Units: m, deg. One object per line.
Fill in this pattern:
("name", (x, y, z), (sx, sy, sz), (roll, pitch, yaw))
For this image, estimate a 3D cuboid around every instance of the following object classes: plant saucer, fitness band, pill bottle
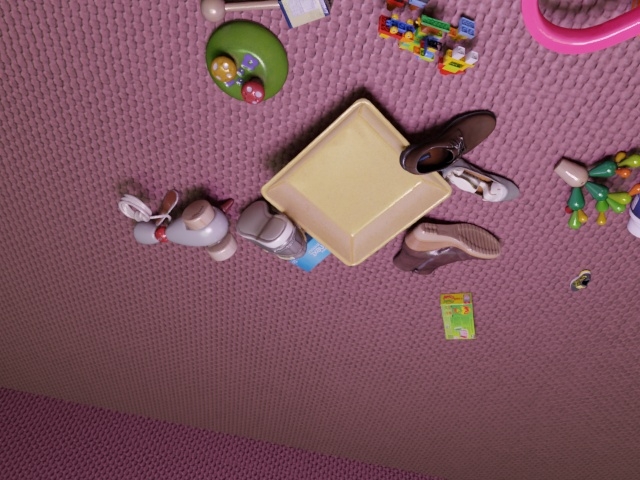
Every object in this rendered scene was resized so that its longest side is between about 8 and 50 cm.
("plant saucer", (0.085, -0.136, 1.274), (0.332, 0.081, 0.332), (-38, 119, 24))
("fitness band", (0.461, -0.408, 0.828), (0.290, 0.054, 0.209), (-17, 139, 43))
("pill bottle", (0.765, -0.086, 1.207), (0.094, 0.094, 0.169), (4, 136, 8))

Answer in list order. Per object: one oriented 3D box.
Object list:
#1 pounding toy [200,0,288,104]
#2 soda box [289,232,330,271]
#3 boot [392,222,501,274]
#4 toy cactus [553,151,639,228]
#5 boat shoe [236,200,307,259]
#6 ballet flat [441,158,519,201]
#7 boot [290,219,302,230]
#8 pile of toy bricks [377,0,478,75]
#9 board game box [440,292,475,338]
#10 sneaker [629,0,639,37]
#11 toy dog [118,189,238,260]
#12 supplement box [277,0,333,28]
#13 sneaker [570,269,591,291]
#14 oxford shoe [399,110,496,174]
("pounding toy", (-0.164, -0.371, 1.100), (0.182, 0.110, 0.237), (7, 137, 4))
("soda box", (0.000, 0.000, 1.478), (0.071, 0.067, 0.210), (31, 134, -20))
("boot", (0.339, 0.035, 1.452), (0.248, 0.090, 0.207), (14, 148, -4))
("toy cactus", (0.620, -0.131, 1.208), (0.180, 0.112, 0.219), (35, 137, 3))
("boat shoe", (-0.129, -0.024, 1.354), (0.091, 0.109, 0.305), (41, 174, -29))
("ballet flat", (0.379, -0.129, 1.265), (0.213, 0.068, 0.072), (23, 135, -12))
("boot", (-0.044, -0.042, 1.428), (0.037, 0.107, 0.114), (-4, 151, -41))
("pile of toy bricks", (0.192, -0.393, 1.025), (0.212, 0.118, 0.105), (10, 168, -22))
("board game box", (0.428, 0.237, 1.649), (0.092, 0.043, 0.181), (-5, 134, 16))
("sneaker", (0.612, -0.483, 0.830), (0.179, 0.125, 0.321), (-7, 144, 13))
("toy dog", (-0.364, -0.060, 1.468), (0.333, 0.161, 0.220), (16, 141, 17))
("supplement box", (-0.025, -0.455, 1.003), (0.083, 0.083, 0.056), (-10, 133, 22))
("sneaker", (0.719, 0.118, 1.470), (0.031, 0.035, 0.083), (12, 136, 1))
("oxford shoe", (0.290, -0.201, 1.149), (0.227, 0.096, 0.083), (-32, 116, 1))
